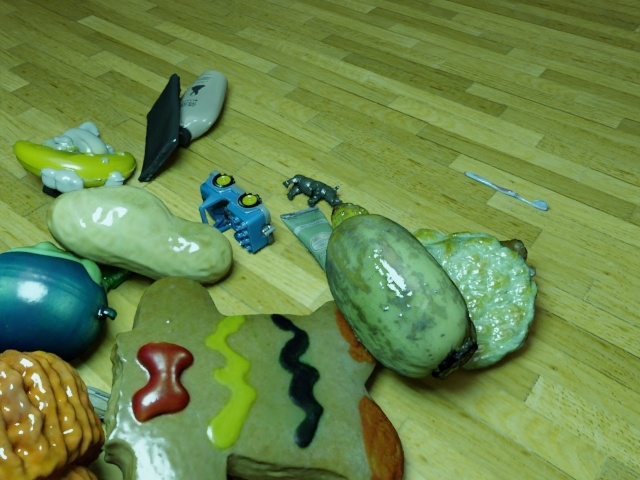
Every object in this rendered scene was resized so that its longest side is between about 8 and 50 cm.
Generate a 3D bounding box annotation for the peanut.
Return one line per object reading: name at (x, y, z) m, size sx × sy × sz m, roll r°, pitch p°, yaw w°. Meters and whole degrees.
peanut at (-0.305, -0.011, 0.923) m, size 0.319 × 0.147 × 0.147 m, roll 19°, pitch 45°, yaw -14°

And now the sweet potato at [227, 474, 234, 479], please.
sweet potato at (-0.166, 0.302, 0.723) m, size 0.067 × 0.067 × 0.274 m, roll -36°, pitch 52°, yaw -29°

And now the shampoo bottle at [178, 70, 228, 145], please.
shampoo bottle at (-0.306, -0.327, 1.321) m, size 0.127 × 0.078 × 0.257 m, roll 1°, pitch 49°, yaw 13°

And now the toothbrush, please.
toothbrush at (0.392, -0.109, 1.135) m, size 0.193 × 0.019 × 0.013 m, roll 30°, pitch 54°, yaw 29°

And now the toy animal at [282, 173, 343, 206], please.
toy animal at (-0.009, -0.104, 1.120) m, size 0.135 × 0.047 × 0.065 m, roll 20°, pitch 38°, yaw 27°

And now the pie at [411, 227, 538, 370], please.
pie at (0.220, 0.090, 0.892) m, size 0.274 × 0.105 × 0.257 m, roll 9°, pitch 58°, yaw 12°

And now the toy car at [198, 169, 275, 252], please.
toy car at (-0.177, -0.050, 1.039) m, size 0.100 × 0.097 × 0.191 m, roll -35°, pitch 54°, yaw -27°

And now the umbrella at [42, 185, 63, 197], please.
umbrella at (-0.540, -0.099, 1.140) m, size 0.133 × 0.031 × 0.036 m, roll 21°, pitch 93°, yaw 18°

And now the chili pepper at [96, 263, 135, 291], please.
chili pepper at (-0.379, 0.017, 1.007) m, size 0.108 × 0.062 × 0.216 m, roll 32°, pitch 53°, yaw 28°

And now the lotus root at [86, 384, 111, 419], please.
lotus root at (-0.338, 0.247, 0.805) m, size 0.083 × 0.030 × 0.037 m, roll 14°, pitch 79°, yaw 19°

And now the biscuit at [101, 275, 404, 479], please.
biscuit at (-0.076, 0.206, 0.707) m, size 0.394 × 0.076 × 0.368 m, roll 12°, pitch 41°, yaw -21°

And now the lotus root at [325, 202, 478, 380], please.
lotus root at (0.099, 0.068, 0.796) m, size 0.173 × 0.173 × 0.309 m, roll -28°, pitch 64°, yaw -23°

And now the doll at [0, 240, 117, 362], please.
doll at (-0.478, 0.101, 0.832) m, size 0.322 × 0.198 × 0.186 m, roll 2°, pitch 52°, yaw 5°

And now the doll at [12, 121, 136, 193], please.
doll at (-0.524, -0.179, 1.163) m, size 0.252 × 0.111 × 0.237 m, roll 31°, pitch 34°, yaw 23°

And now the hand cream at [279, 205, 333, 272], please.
hand cream at (0.000, 0.000, 1.021) m, size 0.086 × 0.055 × 0.235 m, roll -14°, pitch 39°, yaw -18°

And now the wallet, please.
wallet at (-0.374, -0.266, 1.245) m, size 0.146 × 0.030 × 0.285 m, roll -40°, pitch 41°, yaw 26°

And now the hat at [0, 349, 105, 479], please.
hat at (-0.329, 0.335, 0.620) m, size 0.400 × 0.285 × 0.285 m, roll 49°, pitch 59°, yaw 1°
